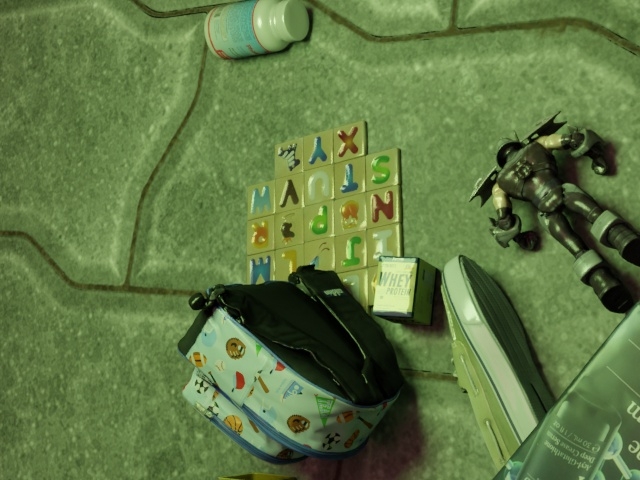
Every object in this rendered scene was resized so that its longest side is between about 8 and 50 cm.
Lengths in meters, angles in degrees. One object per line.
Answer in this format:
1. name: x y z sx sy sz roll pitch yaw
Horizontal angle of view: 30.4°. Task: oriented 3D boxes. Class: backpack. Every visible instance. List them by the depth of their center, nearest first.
1. backpack: -0.035 0.180 1.574 0.263 0.276 0.213 33 113 25

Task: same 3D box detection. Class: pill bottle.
1. pill bottle: -0.100 -0.339 1.869 0.160 0.087 0.087 -2 76 37

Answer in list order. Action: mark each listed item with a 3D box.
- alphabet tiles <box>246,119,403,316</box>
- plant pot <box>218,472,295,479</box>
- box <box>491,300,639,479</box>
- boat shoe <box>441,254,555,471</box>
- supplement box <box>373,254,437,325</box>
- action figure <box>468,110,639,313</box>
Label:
1. alphabet tiles: 0.000 0.000 1.748 0.285 0.011 0.342 -12 71 35
2. plant pot: -0.091 0.378 1.674 0.081 0.081 0.083 -3 84 37
3. box: 0.361 0.313 1.256 0.293 0.212 0.395 45 107 36
4. boat shoe: 0.212 0.162 1.481 0.094 0.109 0.302 -36 61 27
5. supplement box: 0.115 0.068 1.587 0.056 0.083 0.083 2 79 25
6. action figure: 0.301 -0.042 1.478 0.185 0.099 0.285 -54 49 22
